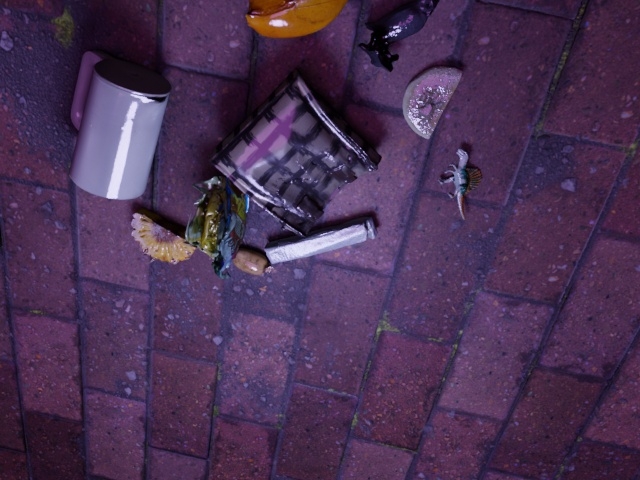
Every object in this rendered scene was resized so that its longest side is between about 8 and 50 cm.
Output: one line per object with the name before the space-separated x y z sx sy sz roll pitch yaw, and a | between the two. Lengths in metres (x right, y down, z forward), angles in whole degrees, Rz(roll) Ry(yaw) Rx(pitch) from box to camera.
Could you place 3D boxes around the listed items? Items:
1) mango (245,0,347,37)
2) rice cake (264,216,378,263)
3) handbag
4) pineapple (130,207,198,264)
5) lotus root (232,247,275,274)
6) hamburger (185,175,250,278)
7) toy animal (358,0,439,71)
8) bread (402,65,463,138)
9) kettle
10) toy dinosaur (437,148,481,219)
mango | -0.051 -0.559 1.391 0.251 0.126 0.154 -13 105 8
rice cake | 0.000 0.000 1.732 0.336 0.063 0.066 -13 120 16
handbag | -0.065 -0.215 1.547 0.325 0.162 0.327 -43 109 12
pineapple | -0.474 0.007 1.802 0.233 0.079 0.135 27 111 0
lotus root | -0.207 0.068 1.803 0.151 0.063 0.072 20 110 1
hamburger | -0.286 -0.053 1.632 0.150 0.276 0.261 9 127 1
toy animal | 0.185 -0.516 1.420 0.210 0.121 0.117 -46 60 10
bread | 0.267 -0.359 1.506 0.112 0.036 0.193 23 120 -4
kettle | -0.540 -0.308 1.587 0.205 0.265 0.318 4 126 -31
toy dinosaur | 0.387 -0.154 1.605 0.106 0.044 0.187 -35 109 8
